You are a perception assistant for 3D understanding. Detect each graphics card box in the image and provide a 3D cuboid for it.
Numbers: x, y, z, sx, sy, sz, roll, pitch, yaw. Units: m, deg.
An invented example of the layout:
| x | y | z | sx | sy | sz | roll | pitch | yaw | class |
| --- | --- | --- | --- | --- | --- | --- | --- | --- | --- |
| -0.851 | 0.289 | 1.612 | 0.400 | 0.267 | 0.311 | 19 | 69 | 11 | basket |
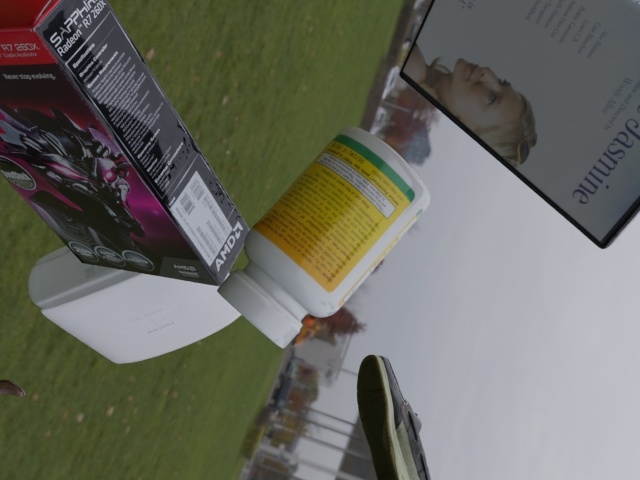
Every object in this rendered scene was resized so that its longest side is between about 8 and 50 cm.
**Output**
| x | y | z | sx | sy | sz | roll | pitch | yaw | class |
| --- | --- | --- | --- | --- | --- | --- | --- | --- | --- |
| -0.253 | -0.103 | 0.806 | 0.094 | 0.232 | 0.371 | -65 | 147 | -30 | graphics card box |

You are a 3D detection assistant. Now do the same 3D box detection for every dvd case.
| x | y | z | sx | sy | sz | roll | pitch | yaw | class |
| --- | --- | --- | --- | --- | --- | --- | --- | --- | --- |
| 0.187 | -0.134 | 0.621 | 0.022 | 0.253 | 0.180 | -27 | 154 | -39 | dvd case |

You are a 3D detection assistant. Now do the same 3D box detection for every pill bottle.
| x | y | z | sx | sy | sz | roll | pitch | yaw | class |
| --- | --- | --- | --- | --- | --- | --- | --- | --- | --- |
| 0.000 | 0.000 | 0.744 | 0.208 | 0.117 | 0.117 | -49 | 176 | -6 | pill bottle |

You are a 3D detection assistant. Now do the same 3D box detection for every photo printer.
| x | y | z | sx | sy | sz | roll | pitch | yaw | class |
| --- | --- | --- | --- | --- | --- | --- | --- | --- | --- |
| -0.275 | 0.090 | 1.215 | 0.307 | 0.255 | 0.107 | 65 | 4 | -60 | photo printer |

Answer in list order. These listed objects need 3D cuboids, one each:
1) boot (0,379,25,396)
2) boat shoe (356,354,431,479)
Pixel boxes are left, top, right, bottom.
| x | y | z | sx | sy | sz | roll | pitch | yaw | class |
| --- | --- | --- | --- | --- | --- | --- | --- | --- | --- |
| -0.645 | 0.318 | 1.460 | 0.037 | 0.106 | 0.114 | 103 | 8 | -46 | boot |
| 0.111 | 0.276 | 1.102 | 0.080 | 0.073 | 0.224 | -40 | -124 | 55 | boat shoe |
